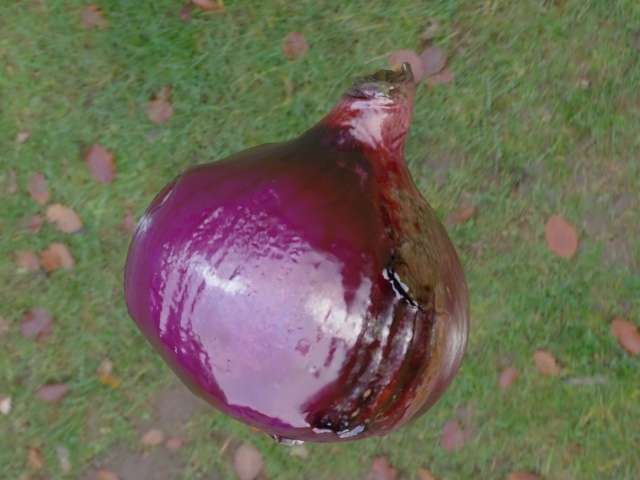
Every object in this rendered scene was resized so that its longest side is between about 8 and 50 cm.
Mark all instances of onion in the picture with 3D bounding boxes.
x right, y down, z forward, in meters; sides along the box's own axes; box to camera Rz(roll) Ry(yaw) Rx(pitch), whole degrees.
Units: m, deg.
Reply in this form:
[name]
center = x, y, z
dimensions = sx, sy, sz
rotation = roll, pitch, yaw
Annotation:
[onion]
center = 0.000, 0.000, 1.225
dimensions = 0.347, 0.348, 0.385
rotation = 23, 95, 7
